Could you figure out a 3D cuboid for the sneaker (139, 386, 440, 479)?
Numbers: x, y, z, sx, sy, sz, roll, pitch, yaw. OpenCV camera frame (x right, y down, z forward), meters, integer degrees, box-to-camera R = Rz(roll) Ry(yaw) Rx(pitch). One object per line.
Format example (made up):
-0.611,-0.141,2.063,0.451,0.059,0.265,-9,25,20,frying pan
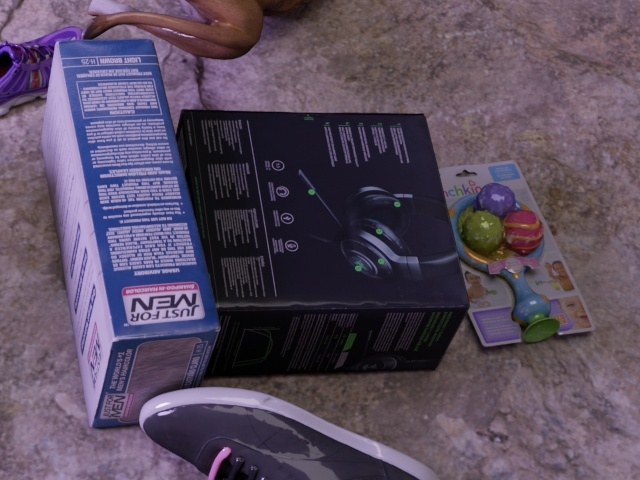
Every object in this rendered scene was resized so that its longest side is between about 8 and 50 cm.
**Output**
-0.037,0.239,1.479,0.296,0.104,0.147,20,48,-5,sneaker

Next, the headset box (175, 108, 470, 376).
0.000,0.000,1.640,0.283,0.131,0.246,-1,56,-15,headset box

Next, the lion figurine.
-0.111,-0.275,1.760,0.240,0.142,0.392,23,38,-7,lion figurine

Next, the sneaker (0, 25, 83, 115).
-0.315,-0.188,1.728,0.170,0.071,0.068,-34,69,-32,sneaker

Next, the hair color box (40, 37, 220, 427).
-0.193,-0.012,1.572,0.105,0.174,0.347,-4,57,-18,hair color box

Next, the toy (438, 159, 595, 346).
0.200,-0.001,1.739,0.137,0.056,0.237,-7,58,-20,toy
